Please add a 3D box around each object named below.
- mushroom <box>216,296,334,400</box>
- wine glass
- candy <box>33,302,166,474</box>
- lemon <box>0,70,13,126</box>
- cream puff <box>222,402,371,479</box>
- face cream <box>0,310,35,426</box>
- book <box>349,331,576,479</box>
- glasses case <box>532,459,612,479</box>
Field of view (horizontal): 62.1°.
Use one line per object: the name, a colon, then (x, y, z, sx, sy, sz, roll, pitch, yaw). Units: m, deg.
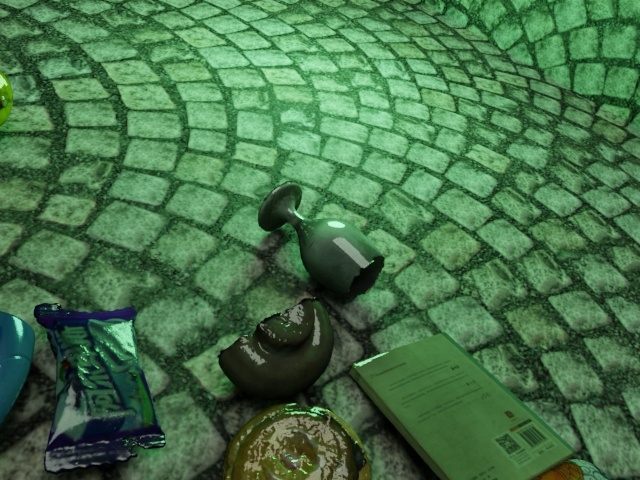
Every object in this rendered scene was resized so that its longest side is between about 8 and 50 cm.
mushroom: (-0.049, 0.169, 0.791, 0.188, 0.141, 0.117, -29, 81, -36)
wine glass: (0.000, 0.000, 0.988, 0.241, 0.126, 0.126, 39, 47, 26)
candy: (-0.312, 0.184, 0.738, 0.145, 0.070, 0.275, -2, 41, -30)
lemon: (-0.708, -0.277, 1.021, 0.207, 0.170, 0.170, 0, 45, -10)
cream puff: (-0.030, 0.294, 0.666, 0.189, 0.129, 0.189, 3, 49, -4)
face cream: (-0.453, 0.209, 0.641, 0.149, 0.083, 0.264, -1, 45, 9)
book: (0.207, 0.255, 0.809, 0.215, 0.025, 0.283, -11, 34, -28)
glasses case: (0.284, 0.392, 0.697, 0.321, 0.082, 0.122, -11, 50, -27)
